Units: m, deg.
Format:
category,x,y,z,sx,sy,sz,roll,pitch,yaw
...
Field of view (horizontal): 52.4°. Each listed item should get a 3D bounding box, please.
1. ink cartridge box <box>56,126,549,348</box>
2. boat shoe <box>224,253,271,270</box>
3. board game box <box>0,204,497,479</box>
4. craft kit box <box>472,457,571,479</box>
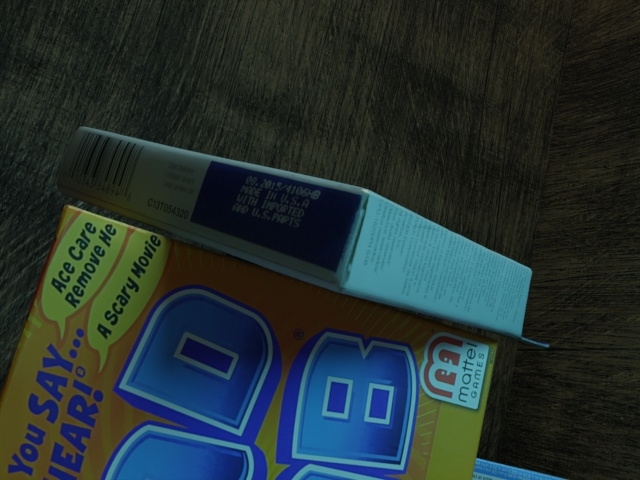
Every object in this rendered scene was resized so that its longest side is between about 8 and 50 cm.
category,x,y,z,sx,sy,sz,roll,pitch,yaw
ink cartridge box,0.000,0.000,0.567,0.324,0.071,0.330,16,-2,40
boat shoe,-0.044,0.047,0.704,0.142,0.040,0.049,15,-13,-2
board game box,-0.118,0.215,0.599,0.357,0.356,0.356,19,-13,-20
craft kit box,0.265,0.421,0.826,0.250,0.246,0.061,14,-16,1
